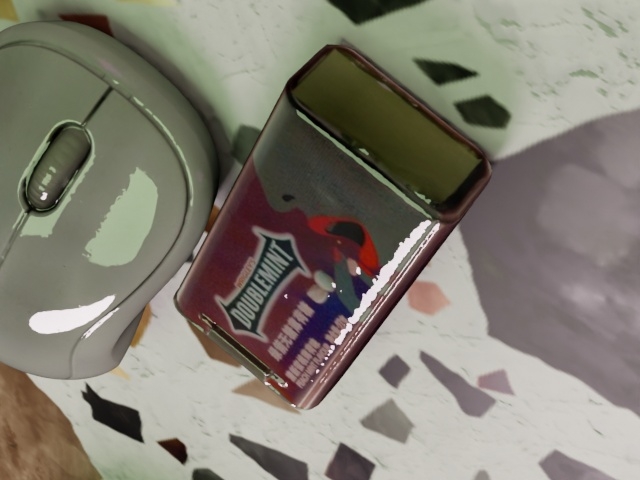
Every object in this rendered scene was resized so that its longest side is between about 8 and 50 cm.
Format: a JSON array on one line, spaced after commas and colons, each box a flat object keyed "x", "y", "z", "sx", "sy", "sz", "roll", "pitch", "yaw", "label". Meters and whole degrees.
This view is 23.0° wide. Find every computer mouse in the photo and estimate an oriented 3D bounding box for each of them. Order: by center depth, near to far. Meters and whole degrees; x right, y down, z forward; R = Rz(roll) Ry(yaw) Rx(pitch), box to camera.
[{"x": -0.180, "y": -0.008, "z": 1.014, "sx": 0.184, "sy": 0.121, "sz": 0.297, "roll": 43, "pitch": 144, "yaw": 2, "label": "computer mouse"}]

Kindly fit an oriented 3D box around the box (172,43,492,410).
[{"x": 0.000, "y": 0.000, "z": 0.899, "sx": 0.120, "sy": 0.069, "sz": 0.224, "roll": 38, "pitch": 142, "yaw": 7, "label": "box"}]
